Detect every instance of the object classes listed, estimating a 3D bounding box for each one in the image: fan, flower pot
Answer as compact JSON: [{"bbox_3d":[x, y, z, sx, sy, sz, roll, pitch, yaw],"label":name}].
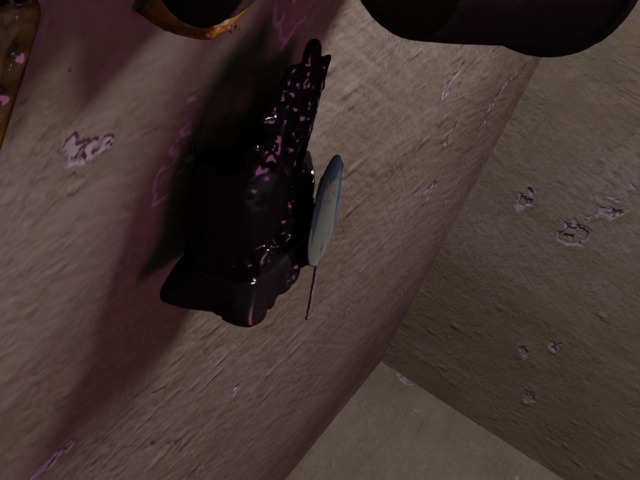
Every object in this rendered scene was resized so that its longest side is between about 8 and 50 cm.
[{"bbox_3d":[0.000,0.000,1.012,0.113,0.005,0.175,-47,149,-67],"label":"fan"},{"bbox_3d":[0.119,-0.263,0.834,0.166,0.269,0.269,-22,150,-30],"label":"flower pot"}]

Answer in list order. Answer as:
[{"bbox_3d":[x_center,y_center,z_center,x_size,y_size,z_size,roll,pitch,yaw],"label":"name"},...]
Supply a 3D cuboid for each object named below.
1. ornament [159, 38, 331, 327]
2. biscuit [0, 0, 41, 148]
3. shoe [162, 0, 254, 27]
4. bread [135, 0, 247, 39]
[{"bbox_3d":[-0.043,-0.076,0.942,0.251,0.106,0.260,-50,159,-62],"label":"ornament"},{"bbox_3d":[-0.220,-0.043,0.475,0.139,0.016,0.231,-63,167,27],"label":"biscuit"},{"bbox_3d":[-0.082,-0.189,0.495,0.112,0.099,0.227,-41,157,-33],"label":"shoe"},{"bbox_3d":[-0.043,-0.213,0.655,0.187,0.065,0.103,-51,172,-25],"label":"bread"}]
